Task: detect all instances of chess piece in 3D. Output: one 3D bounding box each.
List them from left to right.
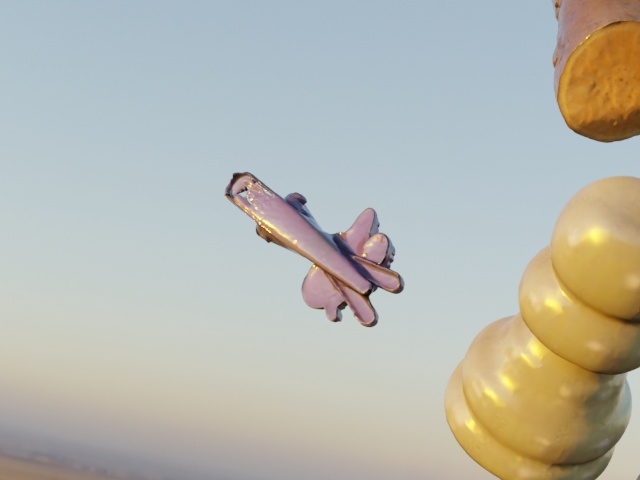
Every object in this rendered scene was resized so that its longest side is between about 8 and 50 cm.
[{"bbox_3d":[0.229,0.069,1.162,0.167,0.167,0.299,13,-49,-7],"label":"chess piece"}]

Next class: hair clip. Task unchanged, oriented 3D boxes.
[{"bbox_3d":[0.004,0.004,1.574,0.278,0.137,0.090,39,-1,34],"label":"hair clip"}]

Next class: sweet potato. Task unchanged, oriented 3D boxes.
[{"bbox_3d":[0.276,-0.232,1.232,0.131,0.336,0.131,4,-47,5],"label":"sweet potato"}]

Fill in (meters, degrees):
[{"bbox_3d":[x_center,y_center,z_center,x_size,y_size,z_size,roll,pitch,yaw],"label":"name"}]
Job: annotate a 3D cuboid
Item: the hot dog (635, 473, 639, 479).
[{"bbox_3d":[0.349,0.265,1.324,0.071,0.045,0.165,11,-24,24],"label":"hot dog"}]
